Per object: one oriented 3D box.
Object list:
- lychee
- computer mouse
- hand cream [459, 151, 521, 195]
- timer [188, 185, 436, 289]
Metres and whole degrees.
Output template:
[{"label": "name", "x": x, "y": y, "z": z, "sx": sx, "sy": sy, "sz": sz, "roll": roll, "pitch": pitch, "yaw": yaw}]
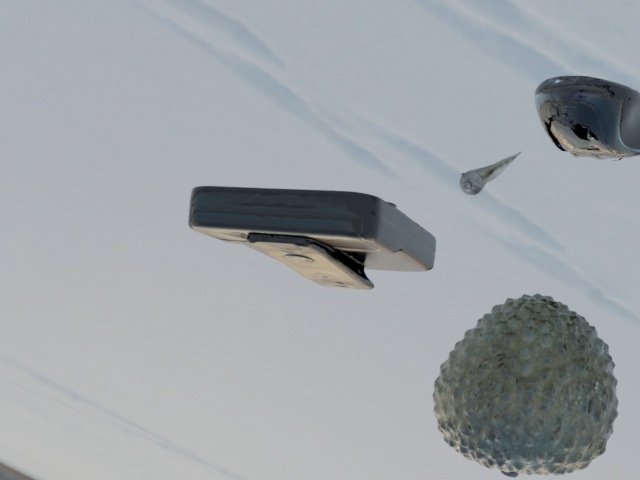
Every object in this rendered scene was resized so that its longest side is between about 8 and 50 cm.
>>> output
[{"label": "lychee", "x": 0.284, "y": 0.207, "z": 1.400, "sx": 0.255, "sy": 0.274, "sz": 0.255, "roll": -1, "pitch": -166, "yaw": 0}, {"label": "computer mouse", "x": 0.390, "y": -0.160, "z": 1.400, "sx": 0.233, "sy": 0.096, "sz": 0.137, "roll": 16, "pitch": 179, "yaw": -44}, {"label": "hand cream", "x": 0.247, "y": -0.097, "z": 1.470, "sx": 0.037, "sy": 0.165, "sz": 0.057, "roll": 49, "pitch": 124, "yaw": 12}, {"label": "timer", "x": 0.000, "y": 0.000, "z": 0.759, "sx": 0.144, "sy": 0.055, "sz": 0.187, "roll": 2, "pitch": 171, "yaw": 22}]
